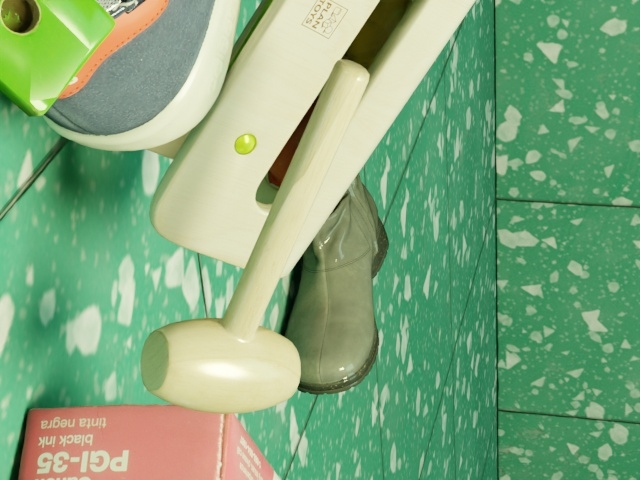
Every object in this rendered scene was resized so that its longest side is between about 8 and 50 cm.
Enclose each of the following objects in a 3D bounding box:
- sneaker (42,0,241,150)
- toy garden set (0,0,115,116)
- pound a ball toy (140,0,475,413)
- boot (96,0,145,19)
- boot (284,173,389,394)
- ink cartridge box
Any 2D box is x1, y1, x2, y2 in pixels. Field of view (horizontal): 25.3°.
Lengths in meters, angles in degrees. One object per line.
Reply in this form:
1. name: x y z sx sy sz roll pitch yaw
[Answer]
1. sneaker: -0.093 -0.225 0.652 0.148 0.131 0.350 34 55 -64
2. toy garden set: -0.139 -0.147 0.455 0.204 0.049 0.244 44 70 -27
3. pound a ball toy: 0.011 -0.085 0.721 0.136 0.208 0.319 20 111 -39
4. boot: -0.062 -0.126 0.543 0.190 0.086 0.069 -47 128 -26
5. boot: 0.000 0.000 1.223 0.246 0.083 0.161 -79 158 -50
6. ink cartridge box: -0.089 0.253 0.756 0.207 0.117 0.283 69 22 -61
